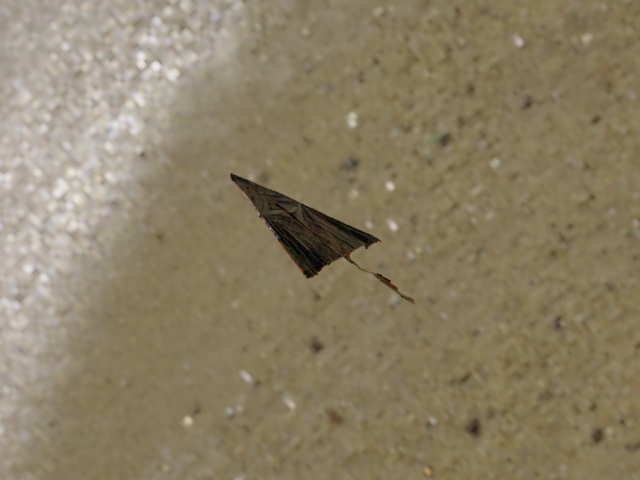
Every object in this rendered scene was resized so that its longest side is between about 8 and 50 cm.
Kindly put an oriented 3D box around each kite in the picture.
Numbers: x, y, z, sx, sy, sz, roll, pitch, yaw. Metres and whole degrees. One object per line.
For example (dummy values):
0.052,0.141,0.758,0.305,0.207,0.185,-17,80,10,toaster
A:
0.000,0.000,1.269,0.010,0.159,0.190,-59,-11,16,kite
